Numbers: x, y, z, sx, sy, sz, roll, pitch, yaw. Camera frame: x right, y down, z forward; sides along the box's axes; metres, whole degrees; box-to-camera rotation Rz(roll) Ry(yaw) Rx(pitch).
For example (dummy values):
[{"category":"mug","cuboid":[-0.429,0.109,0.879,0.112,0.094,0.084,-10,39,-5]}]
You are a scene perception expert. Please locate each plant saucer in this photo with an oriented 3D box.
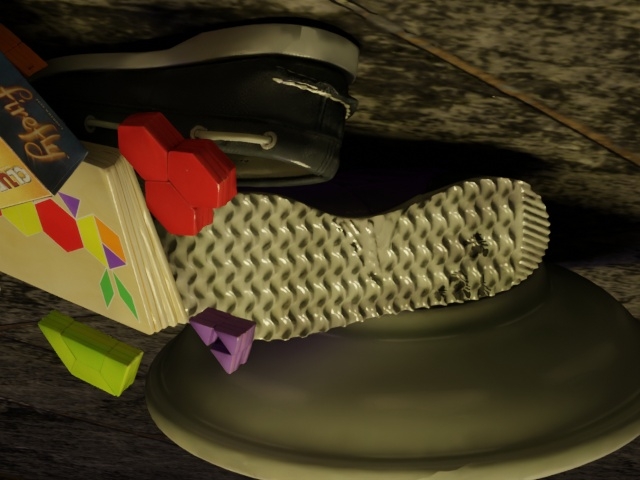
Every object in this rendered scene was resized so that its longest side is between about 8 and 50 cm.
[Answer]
[{"category":"plant saucer","cuboid":[0.065,0.064,1.430,0.400,0.101,0.400,-2,-162,1]}]

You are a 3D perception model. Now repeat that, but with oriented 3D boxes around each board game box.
[{"category":"board game box","cuboid":[-0.274,-0.081,1.177,0.243,0.042,0.165,-10,128,47]}]

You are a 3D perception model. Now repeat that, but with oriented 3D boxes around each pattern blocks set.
[{"category":"pattern blocks set","cuboid":[-0.169,-0.016,1.228,0.324,0.026,0.285,26,140,29]}]

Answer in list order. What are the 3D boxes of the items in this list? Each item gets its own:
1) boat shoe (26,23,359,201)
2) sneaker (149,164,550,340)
[{"category":"boat shoe","cuboid":[-0.105,-0.068,1.208,0.114,0.091,0.302,19,160,-40]},{"category":"sneaker","cuboid":[0.000,0.001,1.333,0.293,0.102,0.146,-3,-168,-17]}]
